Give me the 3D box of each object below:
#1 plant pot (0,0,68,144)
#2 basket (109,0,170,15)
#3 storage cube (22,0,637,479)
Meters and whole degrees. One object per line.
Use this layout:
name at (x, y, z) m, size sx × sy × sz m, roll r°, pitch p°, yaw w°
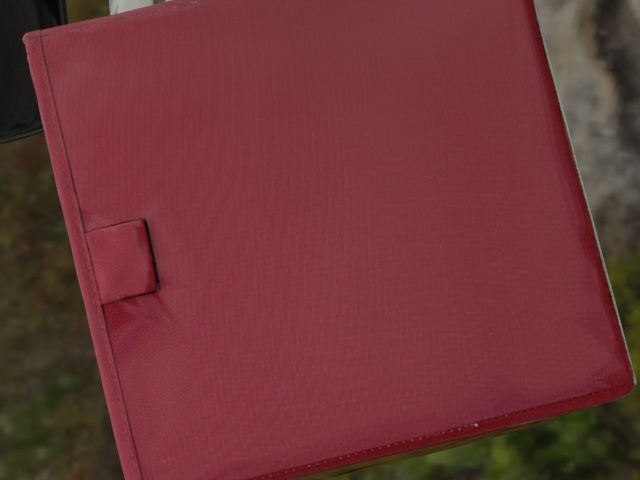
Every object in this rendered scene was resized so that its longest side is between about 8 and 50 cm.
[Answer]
plant pot at (-0.306, -0.155, 1.385) m, size 0.167 × 0.187 × 0.188 m, roll -48°, pitch -39°, yaw -59°
basket at (-0.012, -0.228, 1.159) m, size 0.289 × 0.201 × 0.255 m, roll -64°, pitch -16°, yaw -56°
storage cube at (0.000, 0.000, 0.780) m, size 0.184 × 0.193 × 0.215 m, roll 98°, pitch 159°, yaw -81°
